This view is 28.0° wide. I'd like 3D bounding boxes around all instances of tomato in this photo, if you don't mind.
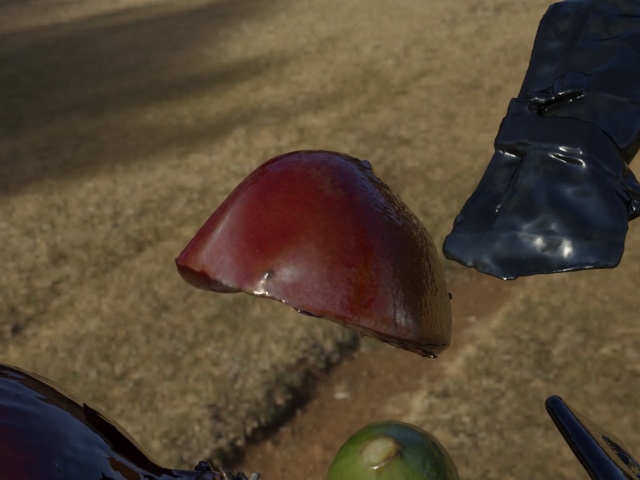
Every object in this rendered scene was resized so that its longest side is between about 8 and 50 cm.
[{"bbox_3d":[0.003,-0.004,1.250,0.309,0.170,0.309,17,-5,1],"label":"tomato"}]

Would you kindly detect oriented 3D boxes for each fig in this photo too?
[{"bbox_3d":[0.107,0.359,1.918,0.207,0.230,0.207,-8,25,4],"label":"fig"}]

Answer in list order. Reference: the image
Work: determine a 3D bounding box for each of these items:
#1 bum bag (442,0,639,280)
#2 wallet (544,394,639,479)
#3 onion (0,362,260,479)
[{"bbox_3d":[0.207,-0.087,1.021,0.137,0.074,0.310,14,62,22],"label":"bum bag"},{"bbox_3d":[0.361,0.284,1.514,0.182,0.049,0.229,36,11,-29],"label":"wallet"},{"bbox_3d":[-0.157,0.224,0.817,0.286,0.347,0.347,-23,16,1],"label":"onion"}]
